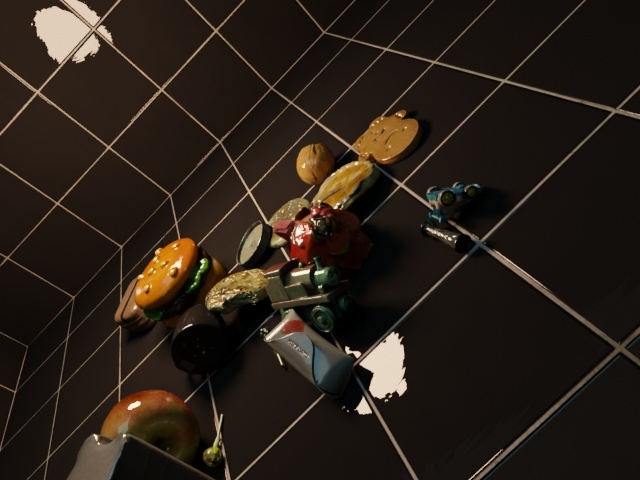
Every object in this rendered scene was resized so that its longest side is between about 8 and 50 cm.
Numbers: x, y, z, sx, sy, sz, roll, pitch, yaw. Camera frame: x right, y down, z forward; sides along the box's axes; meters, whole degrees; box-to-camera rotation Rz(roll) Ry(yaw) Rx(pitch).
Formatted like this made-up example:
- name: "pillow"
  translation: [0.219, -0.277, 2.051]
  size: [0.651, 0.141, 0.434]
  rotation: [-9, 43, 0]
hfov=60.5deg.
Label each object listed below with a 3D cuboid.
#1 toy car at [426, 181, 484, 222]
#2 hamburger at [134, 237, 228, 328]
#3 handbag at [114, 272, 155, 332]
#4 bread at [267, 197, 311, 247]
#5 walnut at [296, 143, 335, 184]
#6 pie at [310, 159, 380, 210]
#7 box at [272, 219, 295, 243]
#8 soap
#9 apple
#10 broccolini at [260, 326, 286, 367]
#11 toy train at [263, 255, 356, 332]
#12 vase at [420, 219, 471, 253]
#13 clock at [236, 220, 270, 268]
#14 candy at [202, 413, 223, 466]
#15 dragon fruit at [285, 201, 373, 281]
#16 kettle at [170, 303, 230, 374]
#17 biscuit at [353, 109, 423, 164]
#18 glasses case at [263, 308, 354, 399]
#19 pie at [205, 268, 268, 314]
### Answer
- name: "toy car"
  translation: [0.399, -0.116, 1.630]
  size: [0.162, 0.097, 0.126]
  rotation: [-10, 14, -9]
- name: "hamburger"
  translation: [-0.638, 0.185, 2.417]
  size: [0.396, 0.277, 0.395]
  rotation: [-32, 33, 24]
- name: "handbag"
  translation: [-0.910, 0.317, 2.749]
  size: [0.283, 0.149, 0.301]
  rotation: [-27, 38, 35]
- name: "bread"
  translation: [-0.142, -0.079, 2.314]
  size: [0.267, 0.040, 0.266]
  rotation: [-33, 33, 25]
- name: "walnut"
  translation: [-0.019, -0.321, 2.319]
  size: [0.165, 0.165, 0.197]
  rotation: [-33, 42, 25]
- name: "pie"
  translation: [0.086, -0.185, 2.101]
  size: [0.339, 0.077, 0.339]
  rotation: [-39, 22, 19]
- name: "box"
  translation: [-0.092, -0.020, 2.071]
  size: [0.111, 0.156, 0.060]
  rotation: [7, 67, 57]
- name: "soap"
  translation: [-0.458, 0.736, 1.405]
  size: [0.213, 0.435, 0.350]
  rotation: [-15, 40, 36]
- name: "apple"
  translation: [-0.550, 0.632, 1.753]
  size: [0.277, 0.319, 0.319]
  rotation: [-3, 52, 49]
- name: "broccolini"
  translation: [-0.159, 0.365, 1.844]
  size: [0.042, 0.044, 0.218]
  rotation: [-33, 36, -4]
- name: "toy train"
  translation: [-0.030, 0.162, 1.698]
  size: [0.305, 0.221, 0.150]
  rotation: [-14, 12, 43]
- name: "vase"
  translation: [0.358, -0.013, 1.578]
  size: [0.059, 0.059, 0.167]
  rotation: [-50, 30, -3]
- name: "clock"
  translation: [-0.288, 0.017, 2.346]
  size: [0.215, 0.042, 0.214]
  rotation: [-42, 33, 35]
- name: "candy"
  translation: [-0.329, 0.631, 1.746]
  size: [0.193, 0.062, 0.058]
  rotation: [-86, 2, -58]
- name: "dragon fruit"
  translation: [0.000, 0.000, 1.862]
  size: [0.306, 0.226, 0.305]
  rotation: [-32, 36, 27]
- name: "kettle"
  translation: [-0.476, 0.367, 2.085]
  size: [0.268, 0.207, 0.290]
  rotation: [-51, 22, 7]
- name: "biscuit"
  translation: [0.261, -0.401, 2.155]
  size: [0.275, 0.052, 0.355]
  rotation: [-48, 29, 1]
- name: "glasses case"
  translation: [-0.039, 0.314, 1.573]
  size: [0.308, 0.083, 0.128]
  rotation: [33, 92, 36]
- name: "pie"
  translation: [-0.304, 0.191, 2.084]
  size: [0.303, 0.066, 0.302]
  rotation: [-17, 18, 6]
